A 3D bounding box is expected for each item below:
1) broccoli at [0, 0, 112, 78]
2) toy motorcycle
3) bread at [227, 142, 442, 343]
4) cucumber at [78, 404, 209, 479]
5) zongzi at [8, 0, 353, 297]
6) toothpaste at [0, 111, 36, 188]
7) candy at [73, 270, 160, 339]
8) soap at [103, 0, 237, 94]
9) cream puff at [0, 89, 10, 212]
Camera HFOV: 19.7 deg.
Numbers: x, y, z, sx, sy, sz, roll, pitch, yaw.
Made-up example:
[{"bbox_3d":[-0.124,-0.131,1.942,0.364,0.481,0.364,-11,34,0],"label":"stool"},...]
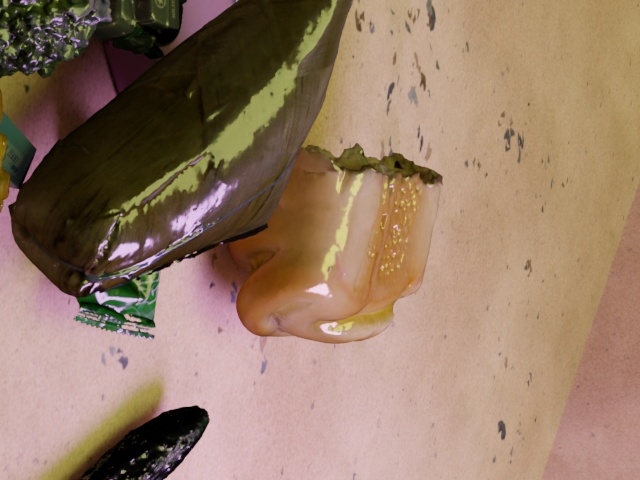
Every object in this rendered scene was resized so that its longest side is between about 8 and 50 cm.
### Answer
[{"bbox_3d":[-0.285,-0.290,1.785,0.198,0.177,0.275,24,63,-57],"label":"broccoli"},{"bbox_3d":[-0.201,-0.330,1.903,0.187,0.124,0.275,7,80,-53],"label":"toy motorcycle"},{"bbox_3d":[0.000,0.000,2.362,0.315,0.211,0.270,1,105,-55],"label":"bread"},{"bbox_3d":[-0.223,0.273,2.129,0.303,0.081,0.072,-47,147,-52],"label":"cucumber"},{"bbox_3d":[-0.126,-0.130,1.850,0.356,0.174,0.393,-29,158,-49],"label":"zongzi"},{"bbox_3d":[-0.364,-0.138,1.743,0.272,0.066,0.053,55,50,-53],"label":"toothpaste"},{"bbox_3d":[-0.229,0.003,2.036,0.141,0.078,0.203,10,75,-46],"label":"candy"},{"bbox_3d":[-0.157,-0.201,2.116,0.181,0.081,0.259,-54,143,-39],"label":"soap"},{"bbox_3d":[-0.382,-0.072,1.562,0.196,0.244,0.244,77,31,-60],"label":"cream puff"}]
